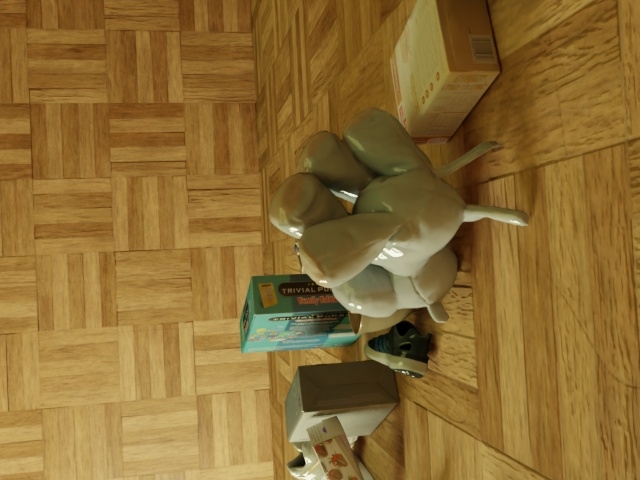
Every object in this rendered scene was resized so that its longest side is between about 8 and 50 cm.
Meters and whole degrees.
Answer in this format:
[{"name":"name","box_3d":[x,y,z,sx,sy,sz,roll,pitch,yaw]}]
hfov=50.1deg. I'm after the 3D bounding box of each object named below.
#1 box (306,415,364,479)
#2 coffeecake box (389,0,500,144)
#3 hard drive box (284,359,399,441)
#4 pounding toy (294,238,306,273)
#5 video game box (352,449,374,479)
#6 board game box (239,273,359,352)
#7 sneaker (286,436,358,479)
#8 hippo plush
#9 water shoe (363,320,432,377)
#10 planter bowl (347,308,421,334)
[{"name":"box","box_3d":[0.060,0.473,1.253,0.067,0.063,0.324,-125,14,-71]},{"name":"coffeecake box","box_3d":[0.154,-0.229,0.892,0.185,0.068,0.142,119,147,-68]},{"name":"hard drive box","box_3d":[0.033,0.315,1.329,0.232,0.181,0.089,109,156,-59]},{"name":"pounding toy","box_3d":[-0.031,0.011,1.768,0.141,0.100,0.130,-108,19,-52]},{"name":"video game box","box_3d":[0.078,0.584,1.501,0.205,0.048,0.187,-169,80,-78]},{"name":"board game box","box_3d":[-0.028,0.152,1.409,0.336,0.253,0.079,116,150,-66]},{"name":"sneaker","box_3d":[0.007,0.431,1.510,0.099,0.121,0.263,-116,46,-72]},{"name":"hippo plush","box_3d":[0.097,-0.022,0.915,0.237,0.294,0.234,64,-167,-56]},{"name":"water shoe","box_3d":[0.134,0.172,1.129,0.203,0.072,0.080,-178,108,-74]},{"name":"planter bowl","box_3d":[0.104,0.066,1.092,0.162,0.109,0.162,177,90,-83]}]
